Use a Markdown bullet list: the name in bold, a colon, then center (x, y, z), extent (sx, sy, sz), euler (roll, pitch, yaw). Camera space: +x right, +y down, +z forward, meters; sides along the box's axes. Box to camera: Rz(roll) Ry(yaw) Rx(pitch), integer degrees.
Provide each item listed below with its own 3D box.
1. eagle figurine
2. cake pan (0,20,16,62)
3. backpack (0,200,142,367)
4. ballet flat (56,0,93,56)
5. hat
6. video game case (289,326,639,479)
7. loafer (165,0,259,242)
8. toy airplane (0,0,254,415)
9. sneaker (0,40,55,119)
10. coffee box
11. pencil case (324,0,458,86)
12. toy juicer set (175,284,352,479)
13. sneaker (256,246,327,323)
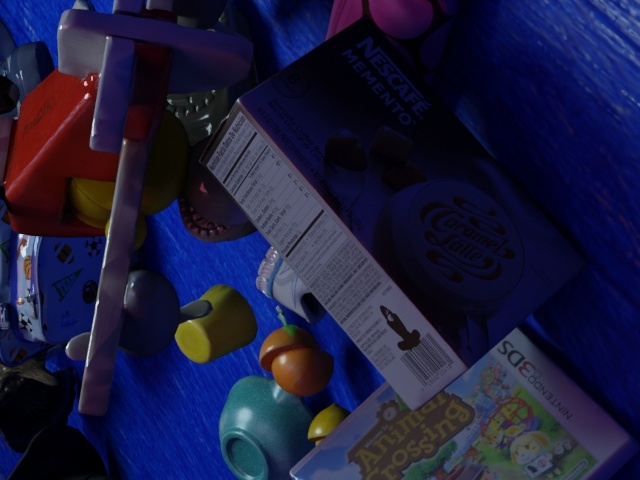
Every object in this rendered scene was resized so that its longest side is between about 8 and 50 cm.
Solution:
- **eagle figurine**: center (-0.435, 0.182, 2.046), extent (0.298, 0.225, 0.226), euler (142, 131, -68)
- **cake pan**: center (-0.505, -0.211, 2.233), extent (0.293, 0.054, 0.293), euler (33, 129, 54)
- **backpack**: center (-0.352, 0.004, 1.817), extent (0.213, 0.276, 0.263), euler (-2, 102, 30)
- **ballet flat**: center (-0.305, -0.220, 1.850), extent (0.057, 0.052, 0.168), euler (12, 111, 60)
- **hat**: center (-0.309, 0.415, 1.996), extent (0.134, 0.331, 0.331), euler (-2, 102, 19)
- **video game case**: center (0.100, 0.165, 1.101), extent (0.023, 0.212, 0.193), euler (47, 180, -44)
- **loafer**: center (-0.102, -0.121, 1.457), extent (0.102, 0.092, 0.268), euler (-12, 73, 25)
- **toy airplane**: center (-0.148, -0.094, 1.268), extent (0.386, 0.272, 0.384), euler (-62, 28, 17)
- **sneaker**: center (-0.400, -0.177, 1.883), extent (0.319, 0.131, 0.112), euler (144, 118, -78)
- **coffee box**: center (0.051, -0.021, 1.071), extent (0.246, 0.141, 0.098), euler (50, 147, 7)
- **pencil case**: center (0.042, -0.148, 1.169), extent (0.209, 0.098, 0.095), euler (107, 153, -43)
- **toy juicer set**: center (-0.021, 0.206, 1.471), extent (0.209, 0.089, 0.329), euler (9, 120, 40)
- **sneaker**: center (0.000, 0.000, 1.360), extent (0.083, 0.071, 0.191), euler (43, 141, 29)
